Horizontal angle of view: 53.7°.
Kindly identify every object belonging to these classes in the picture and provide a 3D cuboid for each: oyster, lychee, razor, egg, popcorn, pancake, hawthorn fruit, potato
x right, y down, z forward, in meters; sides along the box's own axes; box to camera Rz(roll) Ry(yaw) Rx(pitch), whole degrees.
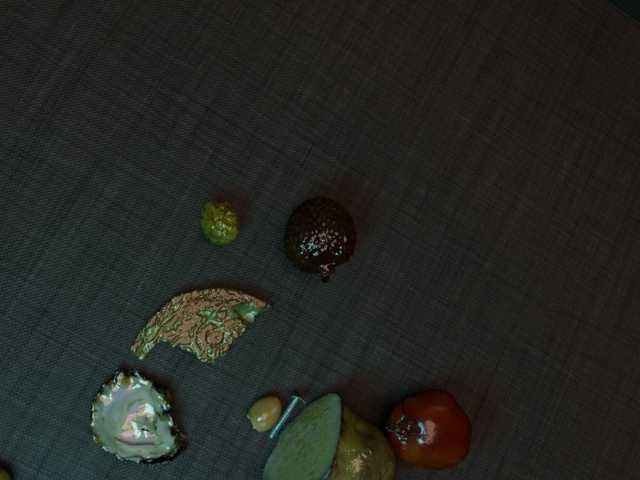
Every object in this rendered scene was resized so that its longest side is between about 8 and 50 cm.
[{"bbox_3d":[-0.437,0.441,1.549,0.259,0.092,0.198,32,75,0],"label":"oyster"},{"bbox_3d":[0.000,0.000,1.673,0.200,0.200,0.238,-4,68,-16],"label":"lychee"},{"bbox_3d":[-0.095,0.461,1.659,0.040,0.068,0.135,35,86,-6],"label":"razor"},{"bbox_3d":[-0.141,0.444,1.628,0.096,0.080,0.080,-35,93,-13],"label":"egg"},{"bbox_3d":[-0.255,-0.045,1.650,0.106,0.120,0.116,21,83,-46],"label":"popcorn"},{"bbox_3d":[-0.301,0.225,1.633,0.376,0.054,0.197,-11,84,-15],"label":"pancake"},{"bbox_3d":[0.261,0.494,1.646,0.299,0.211,0.211,13,78,-44],"label":"hawthorn fruit"},{"bbox_3d":[0.043,0.576,1.590,0.237,0.288,0.301,45,44,-24],"label":"potato"}]

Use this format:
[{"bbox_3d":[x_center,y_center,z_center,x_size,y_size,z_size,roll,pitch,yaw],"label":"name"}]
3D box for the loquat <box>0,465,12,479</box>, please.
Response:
[{"bbox_3d":[-0.768,0.570,1.426,0.137,0.113,0.137,0,89,-2],"label":"loquat"}]
